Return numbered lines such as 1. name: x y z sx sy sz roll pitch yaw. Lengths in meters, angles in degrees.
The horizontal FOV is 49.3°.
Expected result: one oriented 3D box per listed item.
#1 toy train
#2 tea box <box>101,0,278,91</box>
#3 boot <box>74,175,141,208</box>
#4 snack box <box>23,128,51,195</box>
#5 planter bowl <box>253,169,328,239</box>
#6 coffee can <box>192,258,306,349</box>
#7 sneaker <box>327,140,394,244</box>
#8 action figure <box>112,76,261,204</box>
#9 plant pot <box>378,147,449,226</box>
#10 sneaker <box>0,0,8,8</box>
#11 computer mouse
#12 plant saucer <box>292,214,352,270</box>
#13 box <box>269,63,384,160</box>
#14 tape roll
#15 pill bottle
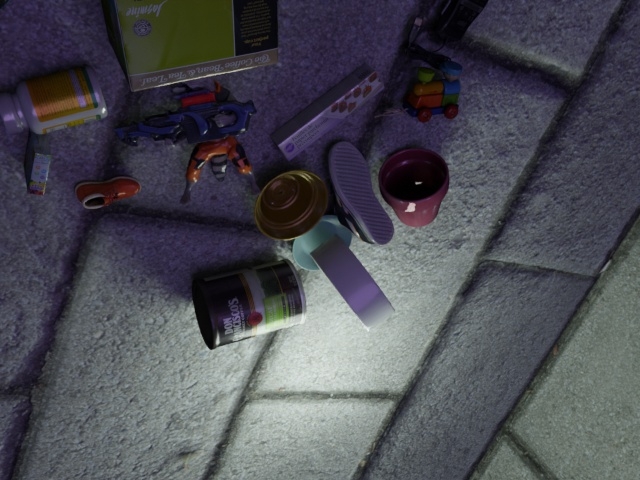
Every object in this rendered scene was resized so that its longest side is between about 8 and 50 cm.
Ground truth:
1. toy train: 0.269 -0.405 1.893 0.248 0.105 0.143 -10 132 -22
2. tea box: -0.272 -0.518 1.419 0.329 0.220 0.323 -16 138 -19
3. boot: -0.508 -0.111 1.693 0.158 0.084 0.059 -11 124 -24
4. snack box: -0.627 -0.177 1.542 0.037 0.141 0.100 4 119 -30
5. planter bowl: -0.095 -0.115 1.911 0.217 0.090 0.217 -14 126 -20
6. coffee can: -0.204 0.176 1.980 0.275 0.201 0.201 -13 127 -21
7. sneaker: 0.087 -0.127 1.987 0.126 0.127 0.321 -34 108 -26
8. action figure: -0.308 -0.257 1.693 0.341 0.178 0.330 -1 119 4
9. plant pot: 0.278 -0.141 2.046 0.201 0.201 0.180 -30 147 -7
10. sneaker: -0.673 -0.484 1.318 0.341 0.125 0.140 -22 134 -12
11. computer mouse: 0.320 -0.585 1.840 0.184 0.060 0.262 3 131 -35
12. plant saucer: 0.000 0.000 2.078 0.195 0.037 0.195 -15 128 -20
13. box: 0.018 -0.339 1.837 0.324 0.067 0.063 -38 131 -1
14. tape roll: 0.091 0.122 2.000 0.100 0.286 0.286 -38 131 -2
15. pill bottle: -0.578 -0.296 1.503 0.208 0.117 0.117 -19 129 -16
